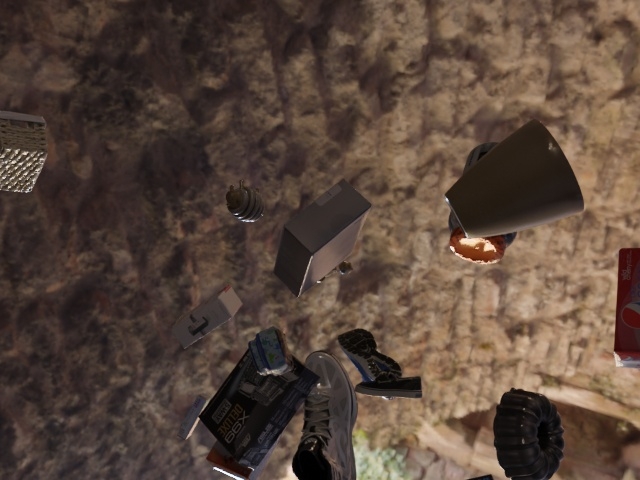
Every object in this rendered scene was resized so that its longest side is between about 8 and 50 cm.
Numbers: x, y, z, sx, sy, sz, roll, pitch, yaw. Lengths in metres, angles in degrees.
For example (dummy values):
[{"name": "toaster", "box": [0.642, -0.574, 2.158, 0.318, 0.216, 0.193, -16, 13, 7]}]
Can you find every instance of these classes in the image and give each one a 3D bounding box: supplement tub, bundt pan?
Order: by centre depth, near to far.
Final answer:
[{"name": "supplement tub", "box": [0.509, -0.112, 2.086, 0.207, 0.207, 0.338, 77, -149, -57]}, {"name": "bundt pan", "box": [0.733, 0.669, 2.363, 0.330, 0.124, 0.331, 14, -110, -43]}]

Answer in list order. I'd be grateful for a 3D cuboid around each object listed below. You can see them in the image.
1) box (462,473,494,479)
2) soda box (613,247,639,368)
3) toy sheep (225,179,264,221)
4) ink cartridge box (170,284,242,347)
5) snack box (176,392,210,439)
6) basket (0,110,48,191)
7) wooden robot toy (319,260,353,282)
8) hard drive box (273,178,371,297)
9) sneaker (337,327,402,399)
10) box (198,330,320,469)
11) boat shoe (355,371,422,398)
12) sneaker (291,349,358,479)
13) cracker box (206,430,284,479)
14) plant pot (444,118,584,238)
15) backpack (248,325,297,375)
[{"name": "box", "box": [0.339, 0.801, 2.085, 0.257, 0.321, 0.079, 116, 144, -56]}, {"name": "soda box", "box": [0.691, 0.143, 1.492, 0.083, 0.092, 0.263, 55, -137, -46]}, {"name": "toy sheep", "box": [-0.176, -0.088, 1.641, 0.132, 0.091, 0.091, 21, -96, -48]}, {"name": "ink cartridge box", "box": [-0.398, 0.266, 2.415, 0.092, 0.217, 0.158, 57, -167, -6]}, {"name": "snack box", "box": [-0.407, 0.565, 2.219, 0.141, 0.037, 0.100, -61, -1, -8]}, {"name": "basket", "box": [-0.697, -0.198, 1.568, 0.113, 0.103, 0.167, 3, -37, -38]}, {"name": "wooden robot toy", "box": [0.009, 0.086, 2.013, 0.173, 0.076, 0.079, -4, -33, -46]}, {"name": "hard drive box", "box": [0.000, 0.000, 1.505, 0.181, 0.089, 0.232, -39, -14, -26]}, {"name": "sneaker", "box": [0.160, 0.431, 2.379, 0.129, 0.330, 0.147, -17, -54, -21]}, {"name": "box", "box": [-0.174, 0.438, 1.917, 0.307, 0.242, 0.076, -54, -51, -6]}, {"name": "boat shoe", "box": [0.200, 0.421, 2.018, 0.077, 0.219, 0.070, 12, -104, -55]}, {"name": "sneaker", "box": [0.011, 0.538, 2.010, 0.257, 0.169, 0.448, 42, -141, -72]}, {"name": "cracker box", "box": [-0.218, 0.602, 2.095, 0.232, 0.155, 0.067, -58, -32, -32]}, {"name": "plant pot", "box": [0.456, -0.119, 1.695, 0.257, 0.274, 0.256, 60, -172, -14]}, {"name": "backpack", "box": [-0.110, 0.247, 1.518, 0.114, 0.084, 0.105, 77, 172, -72]}]
